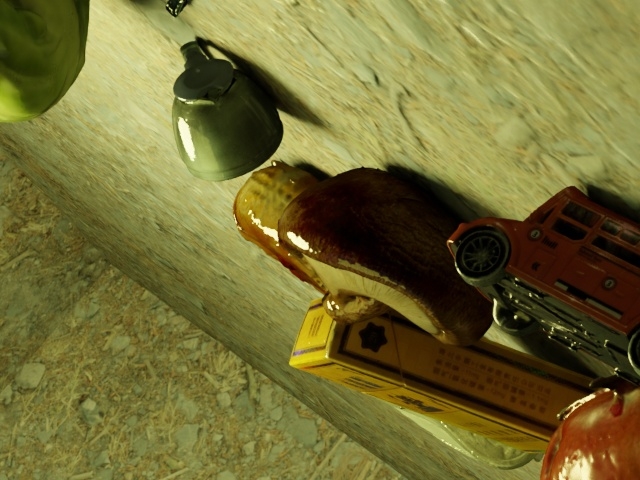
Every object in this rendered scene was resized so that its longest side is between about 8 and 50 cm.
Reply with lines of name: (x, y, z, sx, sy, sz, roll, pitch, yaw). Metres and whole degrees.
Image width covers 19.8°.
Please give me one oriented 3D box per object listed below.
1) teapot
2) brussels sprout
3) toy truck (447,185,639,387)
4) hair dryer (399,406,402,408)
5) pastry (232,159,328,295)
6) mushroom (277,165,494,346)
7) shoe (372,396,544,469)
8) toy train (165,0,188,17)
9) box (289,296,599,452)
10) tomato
teapot: (-0.100, -0.143, 1.881, 0.111, 0.149, 0.108, -6, 131, 21)
brussels sprout: (-0.379, -0.266, 1.906, 0.328, 0.247, 0.328, 23, 161, 9)
toy truck: (0.222, 0.042, 1.394, 0.252, 0.114, 0.107, 30, 168, 37)
hair dryer: (0.147, 0.168, 2.204, 0.071, 0.150, 0.047, 43, -148, -9)
pastry: (0.000, 0.000, 2.073, 0.218, 0.100, 0.229, 40, 172, -1)
mushroom: (0.076, 0.009, 1.785, 0.231, 0.138, 0.194, 30, 158, -7)
shoe: (0.163, 0.196, 2.316, 0.316, 0.124, 0.159, 35, 177, 29)
toy train: (-0.138, -0.233, 1.776, 0.017, 0.017, 0.083, 43, 170, -4)
box: (0.133, 0.145, 1.978, 0.301, 0.084, 0.193, 21, 169, -10)
tomato: (0.305, 0.268, 1.721, 0.309, 0.170, 0.309, 62, -178, -3)
